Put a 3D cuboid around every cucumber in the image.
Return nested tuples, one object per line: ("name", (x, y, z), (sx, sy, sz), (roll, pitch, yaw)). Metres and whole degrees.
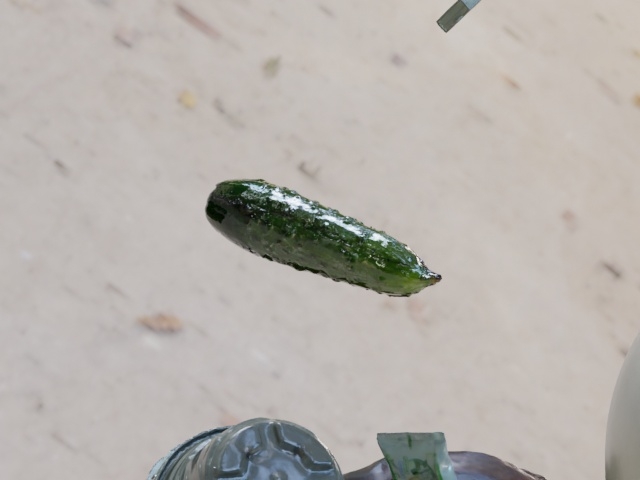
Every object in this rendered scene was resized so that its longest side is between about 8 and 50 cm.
("cucumber", (0.000, 0.000, 1.484), (0.227, 0.069, 0.069), (21, 14, 26))

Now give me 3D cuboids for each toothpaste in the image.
("toothpaste", (0.130, 0.313, 1.709), (0.048, 0.074, 0.297), (-44, 121, -50))

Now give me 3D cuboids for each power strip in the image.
("power strip", (0.173, -0.271, 1.921), (0.019, 0.051, 0.136), (45, 48, -1))

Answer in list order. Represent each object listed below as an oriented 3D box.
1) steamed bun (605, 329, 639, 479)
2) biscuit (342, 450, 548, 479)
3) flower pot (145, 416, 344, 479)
("steamed bun", (0.371, 0.166, 1.317), (0.334, 0.334, 0.374), (32, 33, -13))
("biscuit", (0.122, 0.417, 2.039), (0.407, 0.407, 0.091), (28, 28, -23))
("flower pot", (-0.063, 0.273, 1.828), (0.235, 0.140, 0.235), (9, 55, -13))
